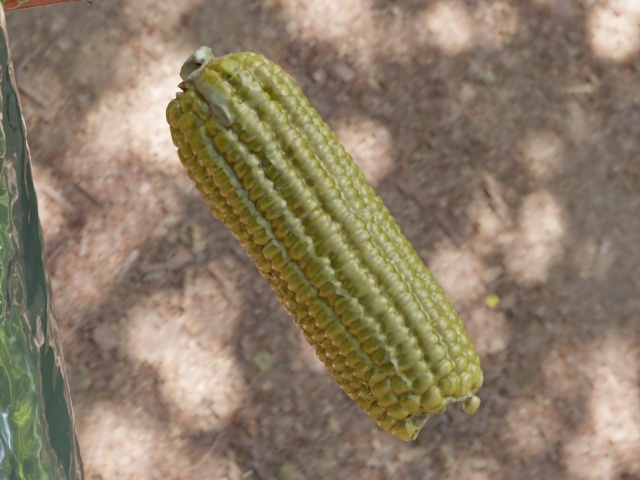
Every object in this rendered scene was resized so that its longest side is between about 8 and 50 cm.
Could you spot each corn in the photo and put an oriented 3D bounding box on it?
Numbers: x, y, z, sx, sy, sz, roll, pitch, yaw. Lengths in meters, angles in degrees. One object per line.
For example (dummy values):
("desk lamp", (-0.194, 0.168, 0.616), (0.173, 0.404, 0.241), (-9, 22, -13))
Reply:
("corn", (0.000, 0.000, 0.865), (0.080, 0.080, 0.238), (-31, 86, -39))

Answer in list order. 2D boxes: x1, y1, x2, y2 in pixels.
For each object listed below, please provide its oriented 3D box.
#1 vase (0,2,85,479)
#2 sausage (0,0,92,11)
("vase", (-0.186, 0.047, 0.613), (0.245, 0.245, 0.291), (-13, 102, -36))
("sausage", (-0.296, -0.188, 1.185), (0.264, 0.083, 0.083), (-11, 71, -13))
